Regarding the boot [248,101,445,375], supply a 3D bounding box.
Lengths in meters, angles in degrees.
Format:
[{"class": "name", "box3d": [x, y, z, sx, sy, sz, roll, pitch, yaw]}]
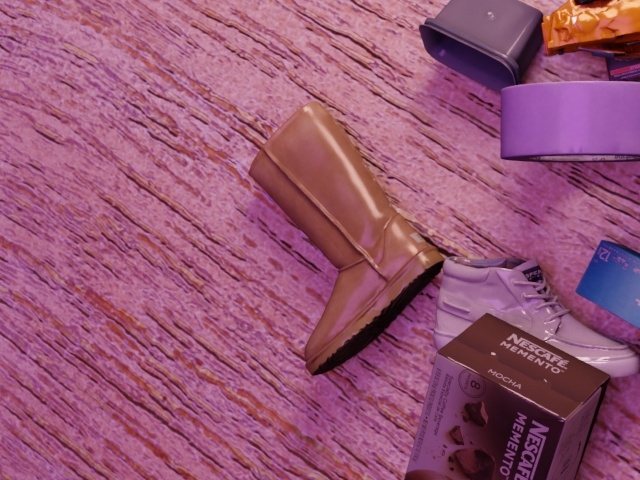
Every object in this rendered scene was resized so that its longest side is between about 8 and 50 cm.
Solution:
[{"class": "boot", "box3d": [0.000, 0.000, 1.933, 0.236, 0.089, 0.269, -44, 71, 10]}]

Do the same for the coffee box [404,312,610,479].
[{"class": "coffee box", "box3d": [0.199, 0.257, 1.753, 0.168, 0.119, 0.297, 28, 125, 24]}]

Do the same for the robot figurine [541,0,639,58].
[{"class": "robot figurine", "box3d": [0.382, -0.298, 1.690, 0.291, 0.085, 0.211, -8, 86, 4]}]

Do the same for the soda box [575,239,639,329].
[{"class": "soda box", "box3d": [0.396, 0.078, 1.717, 0.210, 0.067, 0.071, 32, 101, 31]}]

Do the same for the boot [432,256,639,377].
[{"class": "boot", "box3d": [0.250, 0.084, 1.790, 0.258, 0.095, 0.123, 8, 100, 28]}]

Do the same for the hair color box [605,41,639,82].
[{"class": "hair color box", "box3d": [0.358, -0.254, 1.764, 0.072, 0.043, 0.141, -13, 83, 27]}]

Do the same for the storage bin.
[{"class": "storage bin", "box3d": [0.202, -0.243, 1.827, 0.135, 0.098, 0.091, 31, 76, 24]}]

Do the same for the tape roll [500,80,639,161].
[{"class": "tape roll", "box3d": [0.296, -0.130, 1.715, 0.189, 0.189, 0.080, 0, 91, 27]}]
